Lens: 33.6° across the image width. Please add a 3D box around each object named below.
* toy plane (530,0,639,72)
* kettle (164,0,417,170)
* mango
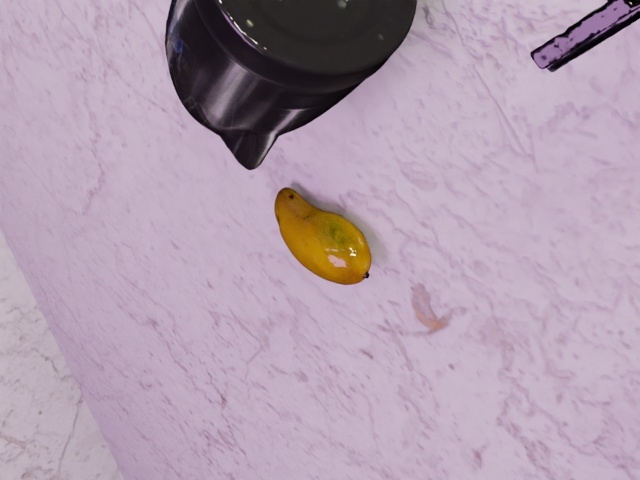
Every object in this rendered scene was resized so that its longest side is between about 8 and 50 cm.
[{"bbox_3d":[0.321,-0.226,0.715,0.382,0.155,0.106,-16,108,40],"label":"toy plane"},{"bbox_3d":[-0.073,-0.263,1.181,0.324,0.228,0.320,144,116,-64],"label":"kettle"},{"bbox_3d":[0.000,0.000,1.453,0.190,0.075,0.098,36,130,34],"label":"mango"}]
